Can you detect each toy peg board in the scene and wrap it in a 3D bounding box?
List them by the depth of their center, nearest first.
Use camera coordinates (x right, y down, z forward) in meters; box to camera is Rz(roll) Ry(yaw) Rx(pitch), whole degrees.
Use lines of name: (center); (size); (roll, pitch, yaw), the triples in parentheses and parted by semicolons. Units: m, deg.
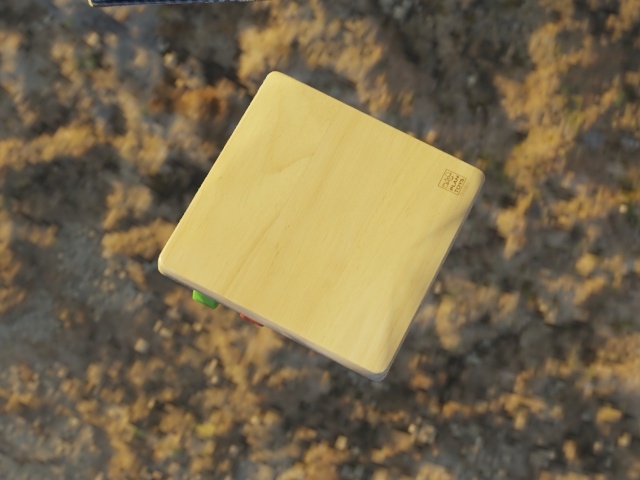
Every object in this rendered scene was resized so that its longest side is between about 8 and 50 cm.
toy peg board: (0.000, 0.000, 1.067); (0.160, 0.161, 0.079); (26, 157, 6)

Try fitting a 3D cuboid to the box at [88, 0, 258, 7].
box: (-0.022, -0.206, 0.647); (0.060, 0.270, 0.216); (0, 100, 16)
